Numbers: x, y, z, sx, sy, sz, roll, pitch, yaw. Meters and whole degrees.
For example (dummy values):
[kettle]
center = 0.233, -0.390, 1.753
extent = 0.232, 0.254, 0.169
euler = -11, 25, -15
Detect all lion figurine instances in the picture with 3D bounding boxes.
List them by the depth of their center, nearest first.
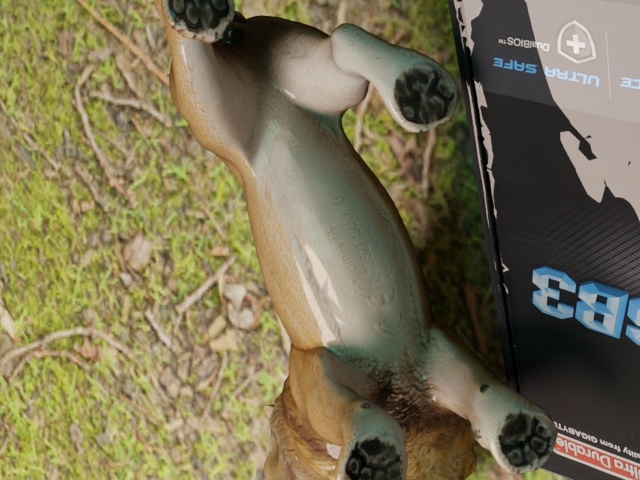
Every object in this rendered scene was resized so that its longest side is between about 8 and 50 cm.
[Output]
[lion figurine]
center = 0.000, 0.000, 0.674
extent = 0.240, 0.142, 0.392
euler = -151, 48, -75

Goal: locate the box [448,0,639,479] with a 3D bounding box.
[box]
center = 0.203, 0.013, 0.539
extent = 0.295, 0.073, 0.293
euler = 18, 132, 39
